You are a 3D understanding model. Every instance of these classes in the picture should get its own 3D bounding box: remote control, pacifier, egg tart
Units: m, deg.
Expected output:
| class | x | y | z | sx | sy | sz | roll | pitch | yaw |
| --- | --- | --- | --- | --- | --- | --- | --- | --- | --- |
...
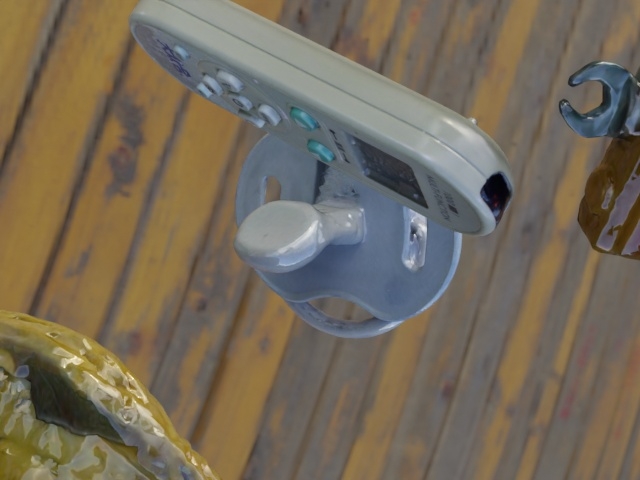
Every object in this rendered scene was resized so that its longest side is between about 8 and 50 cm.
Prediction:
| class | x | y | z | sx | sy | sz | roll | pitch | yaw |
| --- | --- | --- | --- | --- | --- | --- | --- | --- | --- |
| remote control | -0.002 | -0.069 | 0.681 | 0.042 | 0.221 | 0.078 | -55 | 154 | -13 |
| pacifier | 0.000 | 0.000 | 1.434 | 0.207 | 0.279 | 0.227 | -12 | 108 | -56 |
| egg tart | -0.253 | 0.254 | 1.304 | 0.178 | 0.443 | 0.443 | -52 | 133 | -34 |

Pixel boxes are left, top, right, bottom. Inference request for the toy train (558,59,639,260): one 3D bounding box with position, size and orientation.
| class | x | y | z | sx | sy | sz | roll | pitch | yaw |
| --- | --- | --- | --- | --- | --- | --- | --- | --- | --- |
| toy train | 0.300 | -0.024 | 0.716 | 0.369 | 0.231 | 0.163 | 9 | 128 | -16 |
